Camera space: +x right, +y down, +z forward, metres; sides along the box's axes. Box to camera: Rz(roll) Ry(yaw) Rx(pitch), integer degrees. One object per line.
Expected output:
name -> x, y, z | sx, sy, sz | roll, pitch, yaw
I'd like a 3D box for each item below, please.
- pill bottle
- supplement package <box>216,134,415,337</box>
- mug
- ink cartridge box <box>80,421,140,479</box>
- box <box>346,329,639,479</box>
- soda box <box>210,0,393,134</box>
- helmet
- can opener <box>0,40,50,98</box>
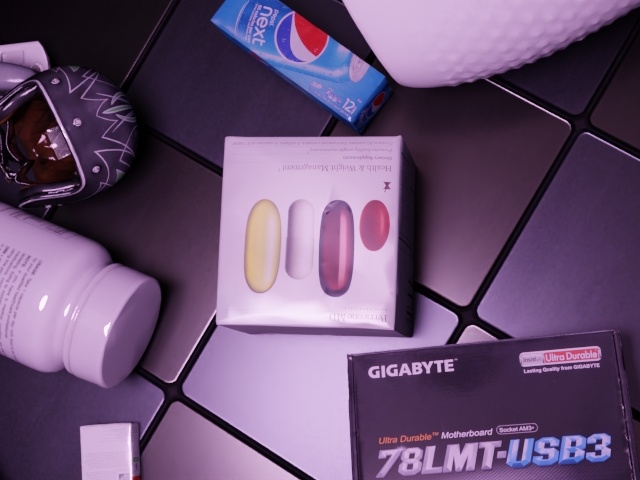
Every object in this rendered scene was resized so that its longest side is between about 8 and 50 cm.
pill bottle -> -0.337, 0.054, 1.279 | 0.283, 0.160, 0.160 | 22, 87, 14
supplement package -> 0.000, 0.000, 1.225 | 0.194, 0.149, 0.203 | 0, 82, 11
mug -> 0.172, -0.349, 1.199 | 0.328, 0.276, 0.374 | -30, 48, 13
ink cartridge box -> -0.242, 0.270, 1.299 | 0.063, 0.029, 0.115 | -5, 83, 10
box -> 0.181, 0.252, 1.171 | 0.295, 0.073, 0.293 | -5, 71, 10
soda box -> -0.020, -0.213, 1.296 | 0.210, 0.071, 0.067 | 37, 91, 13
helmet -> -0.288, -0.122, 1.286 | 0.161, 0.169, 0.169 | -23, 79, 16
can opener -> -0.463, -0.201, 1.378 | 0.280, 0.093, 0.074 | -4, 83, 15
